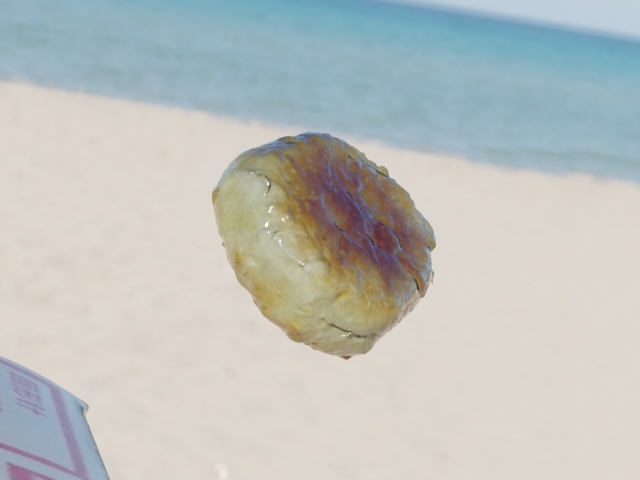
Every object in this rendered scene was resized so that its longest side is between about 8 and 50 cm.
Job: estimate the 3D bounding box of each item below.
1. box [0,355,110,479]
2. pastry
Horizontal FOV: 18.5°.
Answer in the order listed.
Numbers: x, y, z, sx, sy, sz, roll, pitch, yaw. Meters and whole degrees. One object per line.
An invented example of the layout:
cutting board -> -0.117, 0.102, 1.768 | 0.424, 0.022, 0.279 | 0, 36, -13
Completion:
box -> -0.143, 0.100, 0.690 | 0.133, 0.099, 0.182 | 18, 9, -16
pastry -> 0.000, 0.000, 1.547 | 0.093, 0.182, 0.192 | -37, 0, 32
